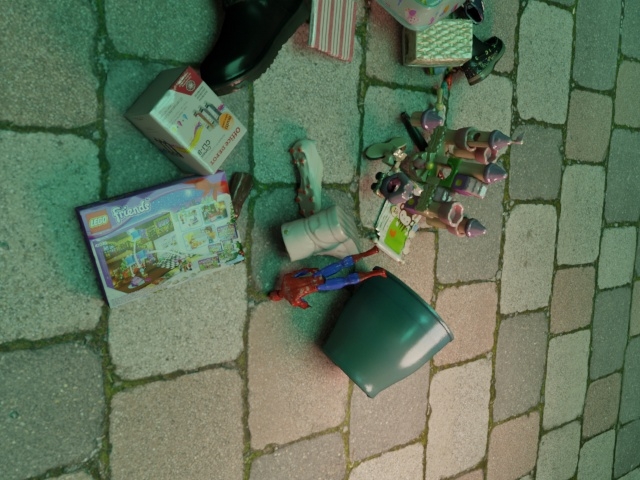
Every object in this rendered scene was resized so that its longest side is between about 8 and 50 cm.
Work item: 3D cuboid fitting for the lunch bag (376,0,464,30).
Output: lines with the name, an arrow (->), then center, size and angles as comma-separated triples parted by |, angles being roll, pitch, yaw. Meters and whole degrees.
lunch bag -> 0.254, -0.661, 1.513 | 0.224, 0.108, 0.279 | 42, 61, 9

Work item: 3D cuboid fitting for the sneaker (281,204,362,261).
sneaker -> 0.000, 0.000, 1.475 | 0.292, 0.169, 0.108 | 45, 31, -65

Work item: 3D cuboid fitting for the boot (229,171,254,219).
boot -> -0.202, -0.111, 1.329 | 0.106, 0.037, 0.114 | 35, 74, -41

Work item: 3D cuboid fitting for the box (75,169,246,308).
box -> -0.310, -0.010, 1.216 | 0.294, 0.057, 0.200 | -19, 110, -26

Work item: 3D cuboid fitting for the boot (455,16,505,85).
boot -> 0.436, -0.571, 1.738 | 0.178, 0.085, 0.236 | 48, 50, -18

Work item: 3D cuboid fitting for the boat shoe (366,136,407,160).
boat shoe -> 0.173, -0.235, 1.608 | 0.137, 0.049, 0.043 | -26, 151, -31

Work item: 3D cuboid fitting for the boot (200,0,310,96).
boot -> -0.183, -0.482, 1.218 | 0.347, 0.131, 0.260 | -59, 135, -29

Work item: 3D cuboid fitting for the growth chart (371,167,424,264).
growth chart -> 0.224, -0.064, 1.691 | 0.172, 0.021, 0.237 | 25, 82, -40

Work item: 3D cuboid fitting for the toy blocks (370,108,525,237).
toy blocks -> 0.358, -0.173, 1.570 | 0.309, 0.260, 0.288 | 26, 84, -43

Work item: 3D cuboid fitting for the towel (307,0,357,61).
towel -> 0.026, -0.505, 1.417 | 0.197, 0.029, 0.144 | -8, 104, -58

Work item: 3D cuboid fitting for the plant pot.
plant pot -> 0.150, 0.247, 1.539 | 0.255, 0.272, 0.271 | -45, 123, -8

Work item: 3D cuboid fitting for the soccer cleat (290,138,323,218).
soccer cleat -> -0.020, -0.146, 1.453 | 0.076, 0.068, 0.196 | -21, 109, -43

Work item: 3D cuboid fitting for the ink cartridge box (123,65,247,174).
ink cartridge box -> -0.263, -0.232, 1.199 | 0.176, 0.127, 0.128 | 46, 68, -35

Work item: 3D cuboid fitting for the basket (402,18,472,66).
basket -> 0.307, -0.517, 1.588 | 0.168, 0.103, 0.113 | -3, 100, -7

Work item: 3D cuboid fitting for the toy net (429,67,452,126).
toy net -> 0.334, -0.413, 1.715 | 0.122, 0.045, 0.232 | -15, 112, -67

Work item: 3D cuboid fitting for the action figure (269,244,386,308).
action figure -> 0.017, 0.096, 1.455 | 0.139, 0.281, 0.091 | 34, 39, -76

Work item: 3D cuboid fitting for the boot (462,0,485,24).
boot -> 0.406, -0.693, 1.690 | 0.190, 0.069, 0.086 | 35, 47, -37

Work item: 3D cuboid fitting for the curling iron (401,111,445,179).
curling iron -> 0.290, -0.242, 1.705 | 0.068, 0.035, 0.273 | -44, 122, -26
